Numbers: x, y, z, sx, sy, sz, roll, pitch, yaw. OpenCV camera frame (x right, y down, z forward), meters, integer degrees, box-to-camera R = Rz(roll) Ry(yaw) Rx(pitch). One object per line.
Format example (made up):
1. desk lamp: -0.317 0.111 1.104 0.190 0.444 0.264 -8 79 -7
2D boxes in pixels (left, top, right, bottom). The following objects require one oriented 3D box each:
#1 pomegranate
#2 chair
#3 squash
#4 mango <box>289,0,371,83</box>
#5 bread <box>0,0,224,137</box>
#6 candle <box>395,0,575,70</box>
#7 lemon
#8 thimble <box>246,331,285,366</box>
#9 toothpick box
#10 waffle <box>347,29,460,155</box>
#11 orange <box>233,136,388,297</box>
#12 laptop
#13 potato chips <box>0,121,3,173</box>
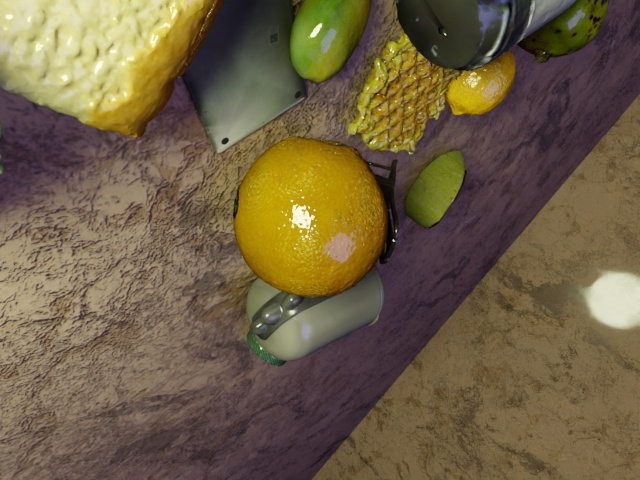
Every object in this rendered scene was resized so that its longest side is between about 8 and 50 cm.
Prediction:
1. pomegranate: 0.474 -0.501 1.033 0.198 0.198 0.246 -32 113 -25
2. chair: 0.093 -0.069 0.999 0.229 0.113 0.106 -79 -178 -48
3. squash: 0.322 -0.111 1.348 0.204 0.155 0.237 -6 131 -48
4. mango: 0.023 -0.319 0.730 0.191 0.085 0.122 -57 153 5
5. bread: -0.161 -0.293 0.441 0.376 0.165 0.236 -55 149 15
6. candle: 0.300 -0.434 0.821 0.342 0.221 0.221 -35 150 -20
7. lemon: 0.341 -0.350 1.071 0.187 0.142 0.142 -57 150 9
8. thimble: -0.112 0.243 1.254 0.090 0.118 0.135 -47 150 6
9. toothpick box: -0.023 0.138 1.131 0.316 0.229 0.229 -20 142 -39
10. waffle: 0.166 -0.284 0.985 0.245 0.052 0.254 0 127 -46
11. orange: -0.015 -0.040 0.866 0.274 0.274 0.274 -33 149 -23
12. laptop: -0.109 -0.260 0.713 0.187 0.015 0.269 -37 151 -15
13. potato chips: -0.414 -0.105 0.317 0.388 0.097 0.373 -6 139 -8
